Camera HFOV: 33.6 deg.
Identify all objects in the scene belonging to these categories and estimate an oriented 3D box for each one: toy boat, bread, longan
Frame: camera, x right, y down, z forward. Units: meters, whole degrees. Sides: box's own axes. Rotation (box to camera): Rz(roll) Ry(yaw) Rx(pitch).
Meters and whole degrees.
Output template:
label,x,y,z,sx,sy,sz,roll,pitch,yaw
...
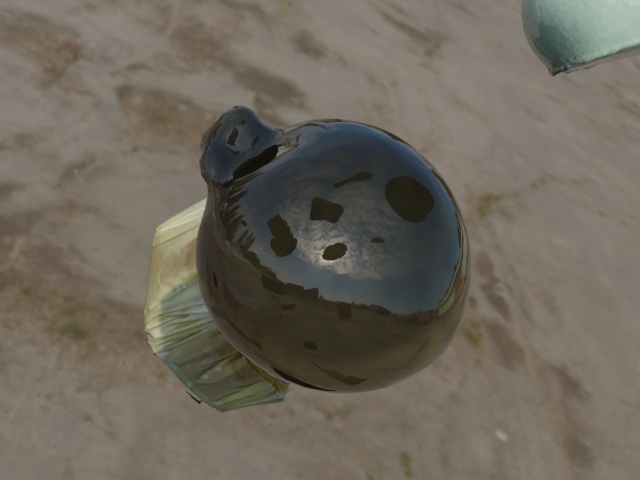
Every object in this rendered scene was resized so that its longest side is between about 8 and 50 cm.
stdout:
label,x,y,z,sx,sy,sz,roll,pitch,yaw
toy boat,0.204,-0.152,0.619,0.208,0.078,0.134,-16,5,-29
bread,-0.108,0.074,1.231,0.192,0.110,0.210,55,22,-35
longan,0.000,0.000,0.660,0.204,0.159,0.185,50,34,7
